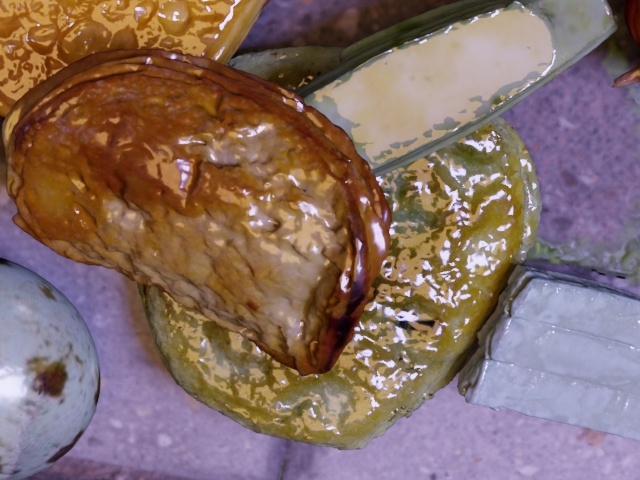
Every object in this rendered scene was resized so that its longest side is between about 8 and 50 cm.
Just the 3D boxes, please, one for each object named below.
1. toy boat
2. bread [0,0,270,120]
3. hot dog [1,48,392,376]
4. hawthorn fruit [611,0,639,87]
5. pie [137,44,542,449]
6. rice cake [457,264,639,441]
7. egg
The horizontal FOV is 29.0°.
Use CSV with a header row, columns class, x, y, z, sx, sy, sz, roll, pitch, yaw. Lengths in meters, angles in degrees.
class,x,y,z,sx,sy,sz,roll,pitch,yaw
toy boat,0.068,-0.106,0.854,0.293,0.055,0.093,-25,97,6
bread,-0.156,-0.180,0.877,0.210,0.099,0.235,34,97,-9
hot dog,-0.077,-0.027,0.811,0.259,0.114,0.175,28,131,5
hawthorn fruit,0.295,-0.176,0.845,0.173,0.173,0.179,14,130,-3
pie,0.000,0.000,0.932,0.323,0.070,0.323,0,101,1
rice cake,0.221,0.094,0.947,0.211,0.038,0.124,20,103,-19
egg,-0.274,0.088,0.904,0.231,0.169,0.169,20,104,-18
